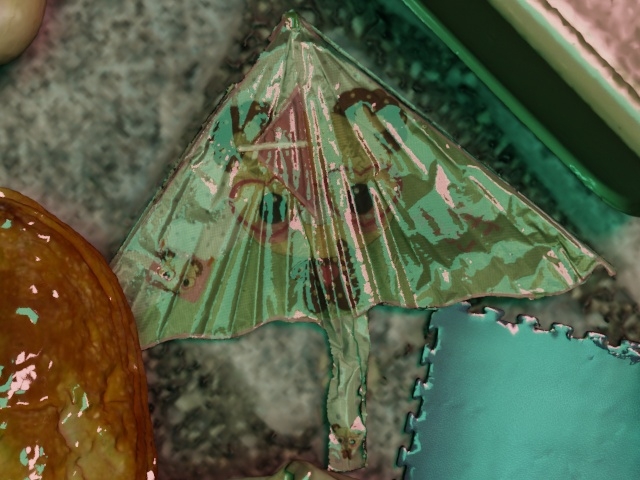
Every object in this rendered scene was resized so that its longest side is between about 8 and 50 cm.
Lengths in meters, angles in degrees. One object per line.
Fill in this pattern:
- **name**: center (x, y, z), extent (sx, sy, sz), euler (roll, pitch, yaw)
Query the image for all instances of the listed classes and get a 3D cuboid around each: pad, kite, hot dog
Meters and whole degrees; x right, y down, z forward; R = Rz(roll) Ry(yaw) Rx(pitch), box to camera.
- **pad**: center (0.165, 0.189, 0.677), extent (0.270, 0.012, 0.269), euler (15, 92, 1)
- **kite**: center (0.000, 0.000, 0.672), extent (0.323, 0.013, 0.267), euler (-10, 88, 5)
- **hot dog**: center (-0.179, 0.105, 0.626), extent (0.175, 0.114, 0.259), euler (-9, 66, 12)

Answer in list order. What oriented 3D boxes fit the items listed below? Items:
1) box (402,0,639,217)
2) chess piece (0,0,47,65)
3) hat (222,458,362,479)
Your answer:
- **box**: center (0.144, -0.165, 0.617), extent (0.178, 0.138, 0.274), euler (-44, 93, -4)
- **chess piece**: center (-0.188, -0.220, 0.620), extent (0.143, 0.143, 0.261), euler (6, 96, 1)
- **hat**: center (-0.037, 0.236, 0.648), extent (0.245, 0.149, 0.214), euler (-13, 69, 41)
